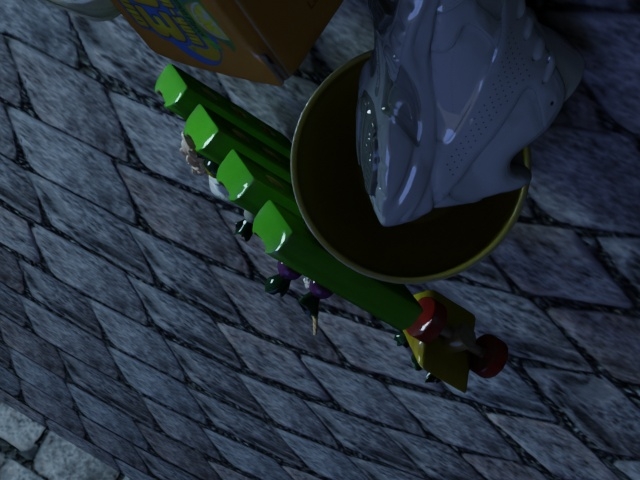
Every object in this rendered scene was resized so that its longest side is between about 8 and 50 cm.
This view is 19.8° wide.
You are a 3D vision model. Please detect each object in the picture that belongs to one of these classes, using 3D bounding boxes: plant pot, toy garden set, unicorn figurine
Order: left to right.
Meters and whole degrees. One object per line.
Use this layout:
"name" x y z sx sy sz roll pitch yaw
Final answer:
"unicorn figurine" -0.032 -0.022 1.340 0.162 0.060 0.111 46 163 9
"toy garden set" 0.000 0.000 1.178 0.204 0.049 0.244 31 -167 -33
"plant pot" 0.054 -0.043 1.067 0.134 0.134 0.095 31 -177 4

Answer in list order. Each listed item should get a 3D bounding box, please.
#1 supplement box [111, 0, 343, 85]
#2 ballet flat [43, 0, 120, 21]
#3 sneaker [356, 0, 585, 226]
"supplement box" 0.007 -0.169 0.642 0.080 0.233 0.078 15 154 39
"ballet flat" -0.223 -0.205 1.155 0.248 0.086 0.086 27 160 10
"sneaker" 0.080 -0.107 0.935 0.115 0.090 0.232 -7 142 -9
